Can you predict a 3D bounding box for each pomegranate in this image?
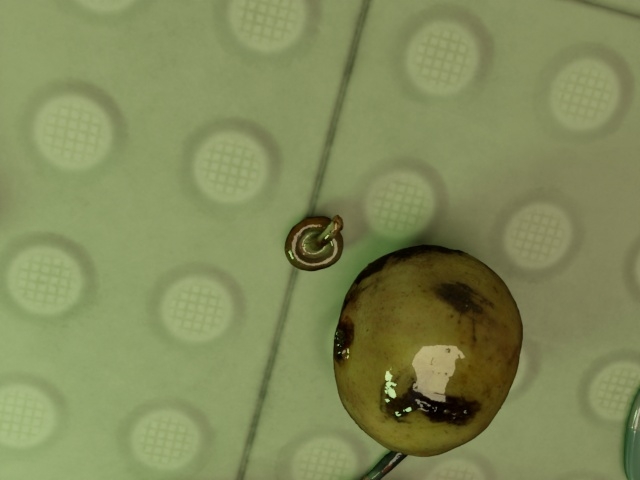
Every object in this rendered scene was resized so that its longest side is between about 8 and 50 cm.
[{"bbox_3d":[0.158,0.166,1.454,0.322,0.322,0.322,-2,108,-7],"label":"pomegranate"}]

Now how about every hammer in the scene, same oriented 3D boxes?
[{"bbox_3d":[0.092,0.410,1.664,0.111,0.033,0.287,42,98,-17],"label":"hammer"}]

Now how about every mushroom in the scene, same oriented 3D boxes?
[{"bbox_3d":[0.004,-0.005,1.494,0.088,0.073,0.129,45,132,-4],"label":"mushroom"}]

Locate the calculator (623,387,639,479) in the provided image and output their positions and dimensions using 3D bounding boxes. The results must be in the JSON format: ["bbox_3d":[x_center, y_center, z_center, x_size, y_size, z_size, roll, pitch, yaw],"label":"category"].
[{"bbox_3d":[0.634,0.362,1.717,0.186,0.041,0.298,-4,106,-6],"label":"calculator"}]
